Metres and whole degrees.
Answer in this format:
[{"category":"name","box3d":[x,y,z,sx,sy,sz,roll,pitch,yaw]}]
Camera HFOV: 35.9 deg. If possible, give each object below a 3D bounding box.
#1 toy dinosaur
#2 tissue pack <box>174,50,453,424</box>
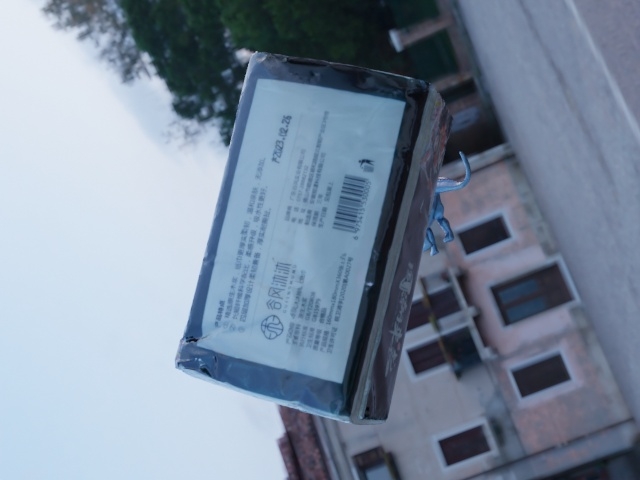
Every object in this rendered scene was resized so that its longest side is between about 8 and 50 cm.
[{"category":"toy dinosaur","box3d":[0.107,-0.027,1.034,0.080,0.045,0.197,65,148,15]},{"category":"tissue pack","box3d":[-0.001,0.001,0.506,0.090,0.103,0.170,41,-117,-74]}]
